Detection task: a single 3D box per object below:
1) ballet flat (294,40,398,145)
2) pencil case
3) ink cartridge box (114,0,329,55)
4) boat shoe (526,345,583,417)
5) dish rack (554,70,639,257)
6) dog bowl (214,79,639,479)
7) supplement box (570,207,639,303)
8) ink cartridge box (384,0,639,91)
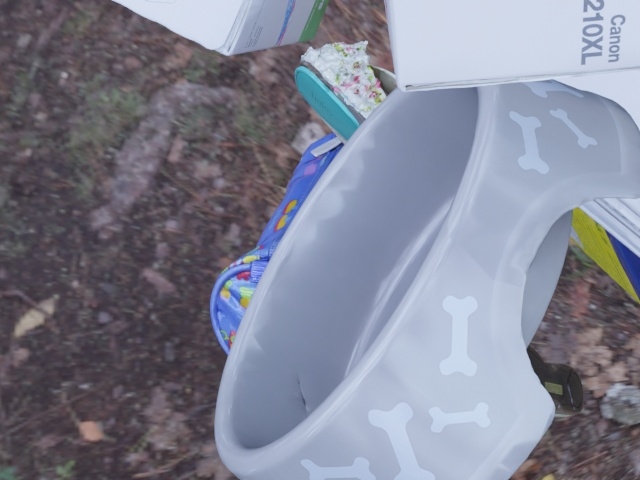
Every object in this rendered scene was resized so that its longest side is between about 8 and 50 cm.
[{"bbox_3d":[0.069,-0.087,1.166,0.077,0.091,0.241,-28,68,-19],"label":"ballet flat"},{"bbox_3d":[0.000,0.000,1.266,0.119,0.306,0.133,0,118,19],"label":"pencil case"},{"bbox_3d":[-0.116,-0.297,1.457,0.201,0.278,0.117,27,108,11],"label":"ink cartridge box"},{"bbox_3d":[0.182,0.141,1.308,0.072,0.190,0.068,-13,64,34],"label":"boat shoe"},{"bbox_3d":[0.281,-0.162,1.158,0.333,0.072,0.285,41,99,6],"label":"dish rack"},{"bbox_3d":[0.053,0.031,0.872,0.102,0.349,0.348,31,96,-17],"label":"dog bowl"},{"bbox_3d":[0.404,-0.098,1.828,0.195,0.194,0.356,-34,35,-1],"label":"supplement box"},{"bbox_3d":[0.061,-0.194,0.494,0.100,0.172,0.237,-6,46,3],"label":"ink cartridge box"}]
